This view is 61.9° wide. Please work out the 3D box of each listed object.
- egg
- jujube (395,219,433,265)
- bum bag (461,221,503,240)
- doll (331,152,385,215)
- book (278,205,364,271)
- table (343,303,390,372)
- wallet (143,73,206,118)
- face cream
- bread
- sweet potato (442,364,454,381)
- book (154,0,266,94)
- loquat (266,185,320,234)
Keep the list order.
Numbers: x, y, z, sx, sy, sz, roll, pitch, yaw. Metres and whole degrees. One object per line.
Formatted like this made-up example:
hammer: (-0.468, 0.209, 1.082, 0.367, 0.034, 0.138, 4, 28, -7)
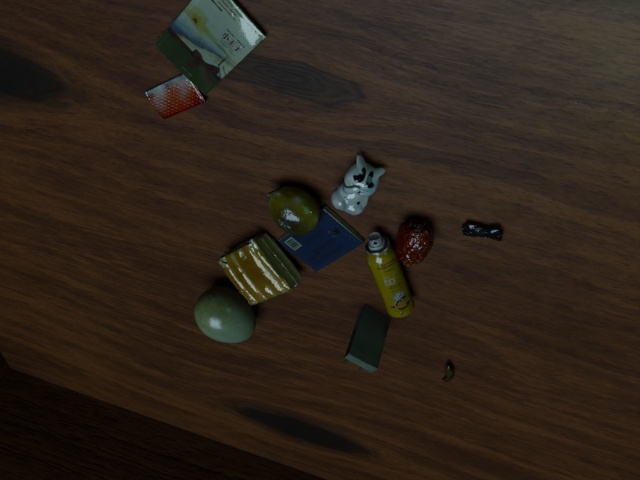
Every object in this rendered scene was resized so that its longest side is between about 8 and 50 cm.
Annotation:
egg: (-0.389, 0.318, 2.223, 0.218, 0.218, 0.295, -14, 134, 33)
jujube: (0.297, 0.009, 1.708, 0.112, 0.109, 0.176, 48, 155, 28)
bum bag: (0.494, -0.027, 1.630, 0.124, 0.034, 0.058, 9, 144, 16)
doll: (0.109, -0.159, 1.617, 0.110, 0.107, 0.180, 23, 138, -11)
book: (0.000, 0.000, 1.881, 0.191, 0.025, 0.269, 39, 135, -18)
table: (0.166, 0.382, 2.025, 0.122, 0.240, 0.111, 31, 136, -6)
wallet: (-0.447, -0.443, 1.644, 0.196, 0.020, 0.103, -11, 126, 32)
face cream: (0.232, 0.114, 1.833, 0.105, 0.105, 0.348, -4, 130, 26)
bread: (-0.237, 0.106, 2.006, 0.239, 0.111, 0.246, -25, 108, 36)
sweet potato: (0.523, 0.543, 2.178, 0.041, 0.038, 0.153, 32, 151, 27)
book: (-0.307, -0.549, 1.467, 0.289, 0.026, 0.201, -30, 114, 38)
loquat: (-0.089, -0.100, 1.737, 0.195, 0.152, 0.152, 25, 138, -14)
